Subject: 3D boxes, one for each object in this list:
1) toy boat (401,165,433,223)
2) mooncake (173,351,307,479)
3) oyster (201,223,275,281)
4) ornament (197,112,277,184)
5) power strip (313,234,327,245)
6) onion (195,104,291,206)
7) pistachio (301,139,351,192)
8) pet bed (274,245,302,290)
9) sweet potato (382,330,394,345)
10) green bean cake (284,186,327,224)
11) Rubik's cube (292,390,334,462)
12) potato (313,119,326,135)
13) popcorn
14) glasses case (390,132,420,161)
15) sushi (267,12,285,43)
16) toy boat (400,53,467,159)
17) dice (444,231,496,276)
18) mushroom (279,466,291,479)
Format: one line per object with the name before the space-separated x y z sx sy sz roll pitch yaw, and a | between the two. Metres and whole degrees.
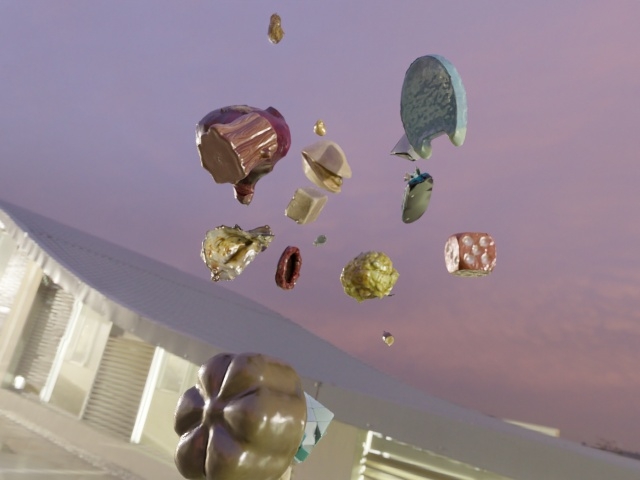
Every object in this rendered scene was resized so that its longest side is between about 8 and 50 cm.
toy boat | 0.411 -0.199 2.235 0.134 0.092 0.299 -26 -30 -17
mooncake | -0.280 0.597 1.695 0.466 0.468 0.262 -4 -26 44
oyster | -0.280 0.012 1.741 0.133 0.198 0.336 26 32 34
ornament | -0.275 -0.327 1.745 0.221 0.217 0.235 27 -43 24
power strip | 0.000 0.000 2.632 0.055 0.083 0.035 57 -17 2
onion | -0.314 -0.359 2.110 0.397 0.421 0.398 -6 21 2
pistachio | 0.025 -0.372 2.487 0.237 0.229 0.321 8 35 -42
pet bed | -0.139 0.124 2.195 0.053 0.201 0.201 14 -15 22
sweet potato | 0.299 0.431 2.256 0.049 0.050 0.117 16 11 -10
green bean cake | -0.048 -0.122 1.730 0.085 0.109 0.179 32 15 8
Rubik's cube | -0.095 0.714 1.918 0.224 0.213 0.265 35 29 11
potato | -0.001 -0.515 2.278 0.062 0.068 0.083 -23 -16 -14
popcorn | 0.213 0.162 2.149 0.249 0.249 0.225 -7 -61 48
glasses case | 0.409 -0.437 2.070 0.128 0.308 0.083 11 -32 49
sushi | -0.161 -0.758 1.799 0.061 0.118 0.060 -16 -4 -16
toy boat | 0.372 -0.432 1.607 0.123 0.330 0.215 2 -17 -44
dice | 0.653 0.065 2.189 0.174 0.180 0.174 0 -13 -8
mushroom | -0.290 0.879 2.006 0.356 0.315 0.315 43 6 40
